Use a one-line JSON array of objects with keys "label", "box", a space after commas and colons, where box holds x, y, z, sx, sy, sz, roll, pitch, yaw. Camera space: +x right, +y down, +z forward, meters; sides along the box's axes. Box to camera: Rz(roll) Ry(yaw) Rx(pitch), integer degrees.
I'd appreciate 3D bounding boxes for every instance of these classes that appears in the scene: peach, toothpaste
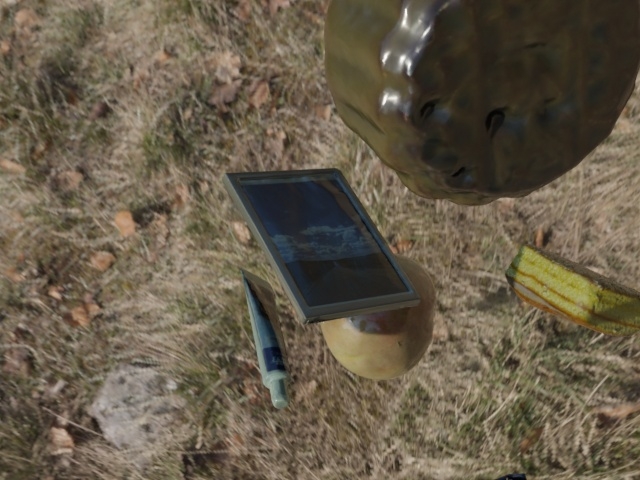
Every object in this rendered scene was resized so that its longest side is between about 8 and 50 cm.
[{"label": "peach", "box": [0.137, 0.167, 2.015, 0.247, 0.292, 0.292, 28, 74, 11]}, {"label": "toothpaste", "box": [-0.069, 0.126, 1.182, 0.037, 0.062, 0.216, -36, 43, 21]}]

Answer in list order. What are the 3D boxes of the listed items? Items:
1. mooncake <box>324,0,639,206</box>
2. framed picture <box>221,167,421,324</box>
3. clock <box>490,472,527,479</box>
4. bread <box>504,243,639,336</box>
[{"label": "mooncake", "box": [0.156, -0.171, 0.852, 0.290, 0.290, 0.161, -29, 37, -6]}, {"label": "framed picture", "box": [0.000, 0.000, 1.195, 0.189, 0.023, 0.260, -5, 50, -33]}, {"label": "clock", "box": [0.259, 0.486, 1.402, 0.253, 0.083, 0.186, -10, 84, -40]}, {"label": "bread", "box": [0.504, 0.105, 1.782, 0.234, 0.184, 0.110, 34, 104, 57]}]
